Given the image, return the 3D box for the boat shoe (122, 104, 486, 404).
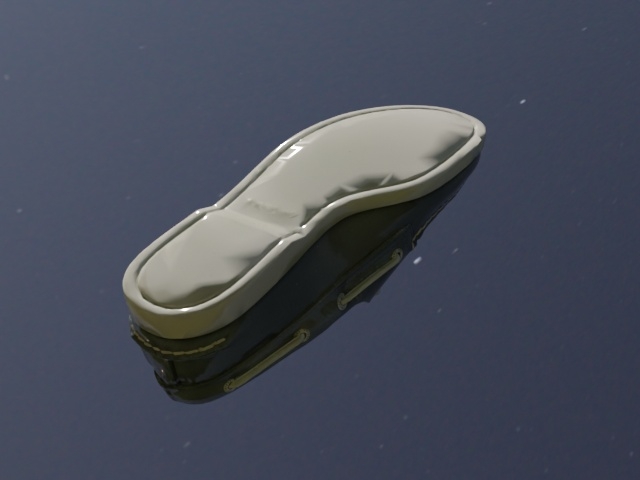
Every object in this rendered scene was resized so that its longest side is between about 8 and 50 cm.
[{"bbox_3d":[0.000,0.000,0.763,0.116,0.319,0.099,25,-45,35],"label":"boat shoe"}]
